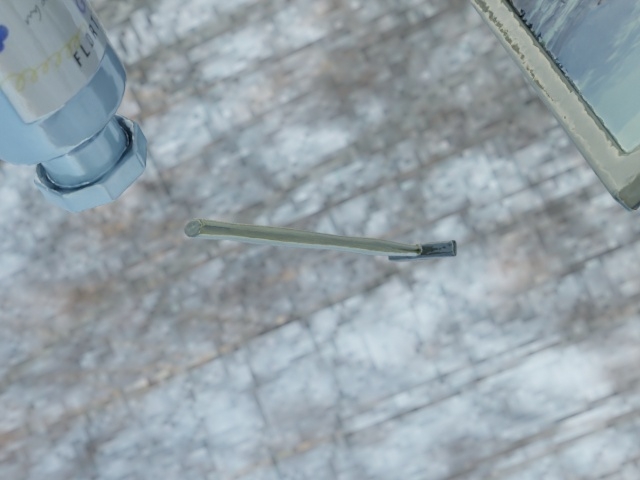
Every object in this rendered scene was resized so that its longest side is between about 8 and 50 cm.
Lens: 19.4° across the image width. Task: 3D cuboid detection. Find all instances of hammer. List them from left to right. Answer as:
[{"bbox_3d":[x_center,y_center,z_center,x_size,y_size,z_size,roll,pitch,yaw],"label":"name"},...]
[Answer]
[{"bbox_3d":[0.000,0.000,1.193,0.199,0.062,0.013,6,-97,-41],"label":"hammer"}]

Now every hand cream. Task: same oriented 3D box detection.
[{"bbox_3d":[-0.091,-0.074,0.455,0.170,0.043,0.065,60,-151,-42],"label":"hand cream"}]

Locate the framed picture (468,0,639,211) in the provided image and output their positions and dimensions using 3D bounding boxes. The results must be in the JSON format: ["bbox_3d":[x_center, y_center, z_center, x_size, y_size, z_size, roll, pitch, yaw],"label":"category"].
[{"bbox_3d":[0.232,-0.200,0.996,0.022,0.335,0.247,36,-163,-37],"label":"framed picture"}]
